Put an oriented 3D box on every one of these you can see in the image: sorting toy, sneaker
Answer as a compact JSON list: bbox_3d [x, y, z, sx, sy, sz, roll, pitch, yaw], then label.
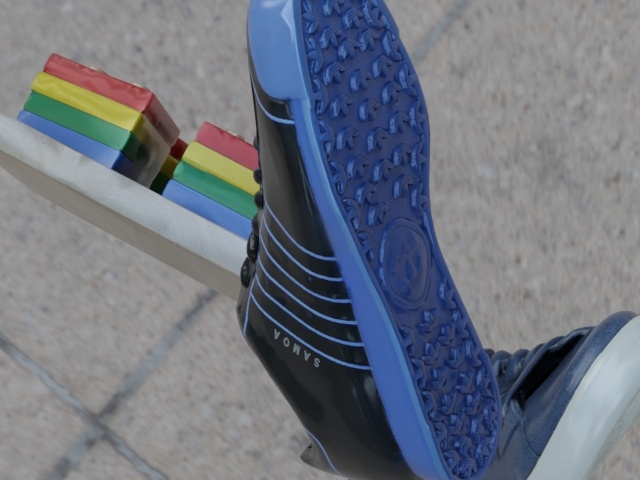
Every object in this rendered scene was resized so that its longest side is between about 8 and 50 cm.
[{"bbox_3d":[-0.107,-0.039,1.206,0.255,0.257,0.089,28,84,8],"label":"sorting toy"},{"bbox_3d":[0.000,0.000,0.687,0.090,0.081,0.232,-4,111,36],"label":"sneaker"},{"bbox_3d":[0.086,0.107,1.001,0.148,0.350,0.131,43,61,8],"label":"sneaker"}]
